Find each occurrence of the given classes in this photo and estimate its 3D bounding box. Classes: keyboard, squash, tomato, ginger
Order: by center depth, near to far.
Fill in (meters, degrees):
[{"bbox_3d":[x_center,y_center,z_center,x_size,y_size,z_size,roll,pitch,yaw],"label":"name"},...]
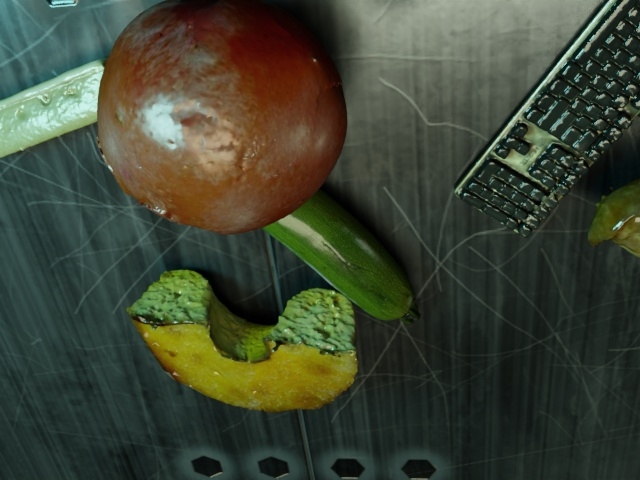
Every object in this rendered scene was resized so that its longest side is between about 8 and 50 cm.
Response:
[{"bbox_3d":[-0.080,-0.112,0.619,0.208,0.208,0.184,26,115,-11],"label":"tomato"},{"bbox_3d":[0.254,-0.131,0.671,0.106,0.027,0.317,27,123,-11],"label":"keyboard"},{"bbox_3d":[0.387,0.035,0.726,0.133,0.107,0.309,-42,115,15],"label":"ginger"},{"bbox_3d":[0.001,-0.002,0.766,0.318,0.071,0.080,37,124,-17],"label":"squash"}]

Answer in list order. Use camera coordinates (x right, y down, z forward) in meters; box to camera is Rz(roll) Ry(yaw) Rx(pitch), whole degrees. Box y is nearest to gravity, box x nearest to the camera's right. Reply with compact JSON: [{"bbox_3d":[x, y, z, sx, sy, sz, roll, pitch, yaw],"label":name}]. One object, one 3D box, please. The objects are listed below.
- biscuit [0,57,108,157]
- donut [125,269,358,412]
[{"bbox_3d":[-0.273,-0.128,0.726,0.188,0.052,0.056,-15,106,17],"label":"biscuit"},{"bbox_3d":[-0.082,0.124,0.841,0.259,0.101,0.152,8,134,7],"label":"donut"}]
